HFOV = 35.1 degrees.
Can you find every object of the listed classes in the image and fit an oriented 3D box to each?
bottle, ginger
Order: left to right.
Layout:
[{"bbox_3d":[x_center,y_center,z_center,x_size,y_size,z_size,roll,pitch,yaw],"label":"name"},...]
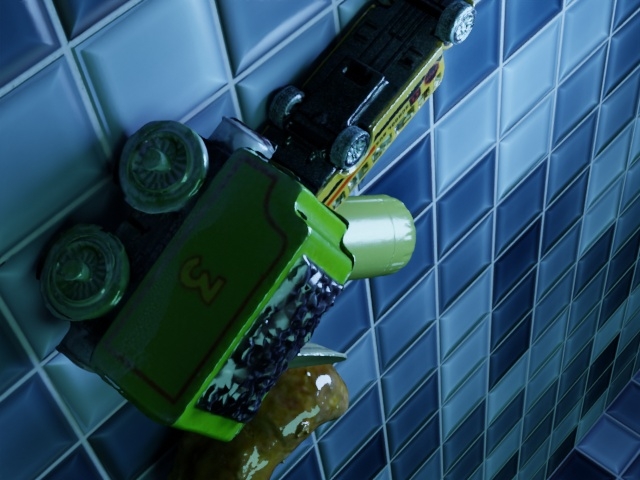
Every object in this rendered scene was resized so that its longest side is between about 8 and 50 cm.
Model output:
[{"bbox_3d":[-0.108,0.275,1.385,0.321,0.172,0.165,-51,-172,1],"label":"ginger"},{"bbox_3d":[0.000,0.000,1.298,0.260,0.112,0.112,-5,123,-41],"label":"bottle"}]

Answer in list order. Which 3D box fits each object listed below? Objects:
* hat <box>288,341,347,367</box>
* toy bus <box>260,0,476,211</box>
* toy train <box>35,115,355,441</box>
[{"bbox_3d":[-0.096,0.100,1.231,0.252,0.252,0.109,15,69,-59],"label":"hat"},{"bbox_3d":[0.048,-0.168,1.204,0.335,0.121,0.123,-51,157,-11],"label":"toy bus"},{"bbox_3d":[-0.120,0.030,1.020,0.307,0.249,0.173,-55,153,-3],"label":"toy train"}]
